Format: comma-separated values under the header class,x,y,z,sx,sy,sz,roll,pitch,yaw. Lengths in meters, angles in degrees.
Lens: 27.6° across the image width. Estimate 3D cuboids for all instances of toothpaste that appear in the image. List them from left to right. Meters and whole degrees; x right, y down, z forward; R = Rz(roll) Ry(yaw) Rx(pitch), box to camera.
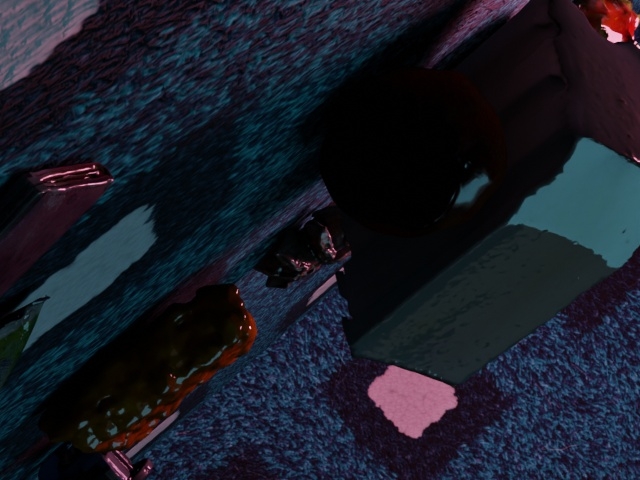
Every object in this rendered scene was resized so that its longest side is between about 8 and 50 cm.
class,x,y,z,sx,sy,sz,roll,pitch,yaw
toothpaste,-0.321,0.134,1.207,0.078,0.047,0.248,-37,171,-50

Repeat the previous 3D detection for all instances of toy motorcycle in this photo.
class,x,y,z,sx,sy,sz,roll,pitch,yaw
toy motorcycle,-0.382,0.382,2.071,0.212,0.125,0.358,-43,-172,-9

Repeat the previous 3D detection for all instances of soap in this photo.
class,x,y,z,sx,sy,sz,roll,pitch,yaw
soap,0.230,-0.058,1.693,0.435,0.213,0.350,-42,-147,34

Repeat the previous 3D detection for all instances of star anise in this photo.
class,x,y,z,sx,sy,sz,roll,pitch,yaw
star anise,0.001,0.000,2.049,0.231,0.089,0.209,-30,-178,2

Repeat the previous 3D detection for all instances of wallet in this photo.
class,x,y,z,sx,sy,sz,roll,pitch,yaw
wallet,-0.255,0.028,0.961,0.232,0.025,0.119,-43,174,19

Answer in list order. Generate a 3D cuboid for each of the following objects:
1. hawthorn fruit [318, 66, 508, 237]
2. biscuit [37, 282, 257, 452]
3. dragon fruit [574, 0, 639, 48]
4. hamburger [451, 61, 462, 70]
class,x,y,z,sx,sy,sz,roll,pitch,yaw
hawthorn fruit,0.107,-0.097,1.513,0.215,0.215,0.249,-41,176,-5
biscuit,-0.227,0.184,1.821,0.318,0.110,0.312,-40,172,-5
dragon fruit,0.471,-0.365,2.298,0.236,0.135,0.137,-12,161,-41
hamburger,0.233,-0.194,1.934,0.211,0.132,0.309,-36,171,-38
